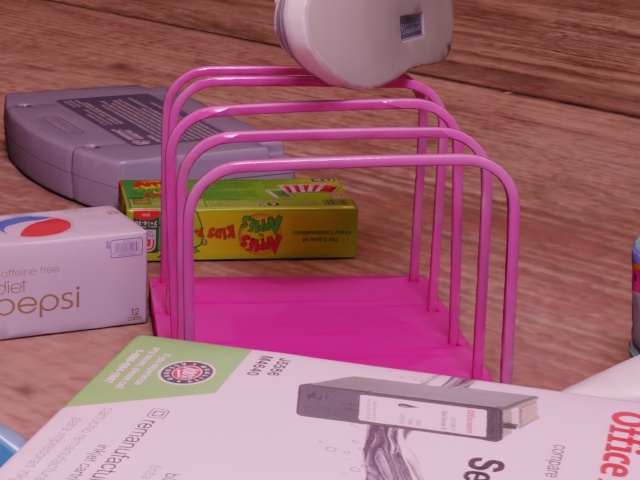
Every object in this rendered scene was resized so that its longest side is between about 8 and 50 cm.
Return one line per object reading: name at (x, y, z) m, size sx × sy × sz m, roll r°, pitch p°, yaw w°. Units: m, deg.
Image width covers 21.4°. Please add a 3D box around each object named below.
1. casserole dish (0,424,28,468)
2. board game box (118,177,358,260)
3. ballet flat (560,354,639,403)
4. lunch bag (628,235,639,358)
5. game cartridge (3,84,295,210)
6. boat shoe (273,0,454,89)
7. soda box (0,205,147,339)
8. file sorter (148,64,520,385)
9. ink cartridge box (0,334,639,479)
casserole dish at (-0.175, 0.139, 0.761) m, size 0.114 × 0.037 × 0.188 m, roll 39°, pitch 21°, yaw 1°
board game box at (-0.068, -0.018, 1.356) m, size 0.181 × 0.043 × 0.092 m, roll -1°, pitch 16°, yaw -11°
ballet flat at (0.302, 0.086, 0.857) m, size 0.400 × 0.139 × 0.139 m, roll 8°, pitch 17°, yaw 0°
lunch bag at (0.335, 0.062, 1.033) m, size 0.279 × 0.108 × 0.224 m, roll -4°, pitch 22°, yaw -14°
game cartridge at (-0.177, -0.089, 1.567) m, size 0.198 × 0.062 × 0.297 m, roll -11°, pitch 21°, yaw -26°
boat shoe at (0.014, -0.138, 1.095) m, size 0.081 × 0.079 × 0.227 m, roll 2°, pitch 8°, yaw 25°
soda box at (-0.229, 0.025, 1.149) m, size 0.216 × 0.069 × 0.074 m, roll -5°, pitch 18°, yaw -25°
file sorter at (0.000, 0.000, 1.064) m, size 0.202 × 0.182 × 0.291 m, roll -1°, pitch 17°, yaw -8°
ink cartridge box at (0.016, 0.137, 0.724) m, size 0.272 × 0.115 × 0.198 m, roll 6°, pitch 17°, yaw 12°
